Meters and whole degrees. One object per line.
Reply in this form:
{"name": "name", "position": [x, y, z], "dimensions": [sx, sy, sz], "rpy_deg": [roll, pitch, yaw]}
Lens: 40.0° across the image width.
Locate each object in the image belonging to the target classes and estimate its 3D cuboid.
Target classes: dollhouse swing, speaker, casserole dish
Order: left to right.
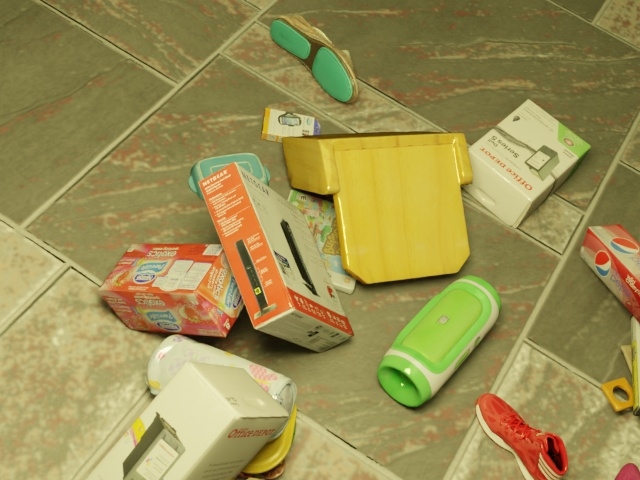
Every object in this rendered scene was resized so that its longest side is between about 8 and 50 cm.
{"name": "casserole dish", "position": [-0.200, -0.147, 1.955], "dimensions": [0.188, 0.037, 0.114], "rpy_deg": [-11, 59, -20]}
{"name": "dollhouse swing", "position": [0.129, -0.085, 1.956], "dimensions": [0.347, 0.315, 0.304], "rpy_deg": [-6, 100, -23]}
{"name": "speaker", "position": [0.243, 0.198, 1.771], "dimensions": [0.131, 0.131, 0.296], "rpy_deg": [39, 56, 14]}

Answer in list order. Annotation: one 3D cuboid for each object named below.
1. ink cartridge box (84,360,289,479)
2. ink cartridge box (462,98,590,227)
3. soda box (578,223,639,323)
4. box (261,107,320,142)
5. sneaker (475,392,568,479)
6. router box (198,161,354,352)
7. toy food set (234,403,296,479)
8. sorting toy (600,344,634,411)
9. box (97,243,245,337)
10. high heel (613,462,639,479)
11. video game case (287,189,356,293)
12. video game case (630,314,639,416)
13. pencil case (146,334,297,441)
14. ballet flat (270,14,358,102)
{"name": "ink cartridge box", "position": [-0.223, 0.349, 1.399], "dimensions": [0.131, 0.226, 0.306], "rpy_deg": [42, 94, 21]}
{"name": "ink cartridge box", "position": [0.483, -0.187, 2.108], "dimensions": [0.198, 0.114, 0.273], "rpy_deg": [41, 56, 15]}
{"name": "soda box", "position": [0.686, 0.071, 1.947], "dimensions": [0.092, 0.083, 0.263], "rpy_deg": [-5, 36, -18]}
{"name": "box", "position": [-0.069, -0.265, 2.078], "dimensions": [0.136, 0.028, 0.081], "rpy_deg": [11, 54, -9]}
{"name": "sneaker", "position": [0.398, 0.366, 1.689], "dimensions": [0.087, 0.128, 0.221], "rpy_deg": [-29, 67, -30]}
{"name": "router box", "position": [-0.077, 0.043, 1.662], "dimensions": [0.082, 0.335, 0.301], "rpy_deg": [-28, 69, 12]}
{"name": "toy food set", "position": [-0.107, 0.372, 1.602], "dimensions": [0.128, 0.071, 0.217], "rpy_deg": [0, 50, 15]}
{"name": "sorting toy", "position": [0.745, 0.306, 1.873], "dimensions": [0.348, 0.047, 0.196], "rpy_deg": [-2, 53, -15]}
{"name": "box", "position": [-0.269, 0.090, 1.640], "dimensions": [0.257, 0.122, 0.128], "rpy_deg": [0, 44, 35]}
{"name": "high heel", "position": [0.524, 0.510, 1.651], "dimensions": [0.117, 0.082, 0.244], "rpy_deg": [31, 66, -4]}
{"name": "video game case", "position": [0.000, 0.000, 1.910], "dimensions": [0.193, 0.023, 0.212], "rpy_deg": [18, 53, -2]}
{"name": "video game case", "position": [0.790, 0.276, 1.827], "dimensions": [0.275, 0.035, 0.248], "rpy_deg": [10, 50, 6]}
{"name": "pencil case", "position": [-0.178, 0.264, 1.580], "dimensions": [0.273, 0.113, 0.124], "rpy_deg": [19, 74, 23]}
{"name": "ballet flat", "position": [0.009, -0.467, 2.197], "dimensions": [0.106, 0.107, 0.316], "rpy_deg": [-25, 65, -43]}
